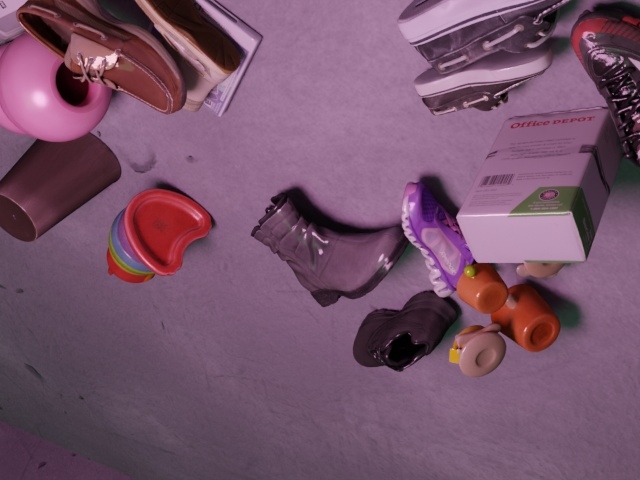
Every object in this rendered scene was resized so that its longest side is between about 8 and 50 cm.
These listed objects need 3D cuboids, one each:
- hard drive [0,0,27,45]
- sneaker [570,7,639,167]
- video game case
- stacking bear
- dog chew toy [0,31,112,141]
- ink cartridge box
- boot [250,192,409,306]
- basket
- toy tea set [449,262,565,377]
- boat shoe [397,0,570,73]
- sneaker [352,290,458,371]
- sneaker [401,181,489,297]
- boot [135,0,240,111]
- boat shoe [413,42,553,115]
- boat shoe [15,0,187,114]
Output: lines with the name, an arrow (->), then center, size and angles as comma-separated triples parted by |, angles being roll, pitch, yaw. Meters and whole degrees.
hard drive -> -0.540, -0.489, 1.461 | 0.339, 0.064, 0.237 | -6, 126, 39
sneaker -> 0.409, -0.168, 1.034 | 0.276, 0.135, 0.097 | 45, 142, -9
video game case -> -0.209, -0.328, 1.411 | 0.183, 0.023, 0.201 | 37, 141, -1
stacking bear -> -0.378, 0.010, 1.782 | 0.164, 0.175, 0.289 | 41, 148, -10
dog chew toy -> -0.543, -0.287, 1.567 | 0.331, 0.206, 0.207 | 5, 132, 43
ink cartridge box -> 0.305, -0.076, 1.137 | 0.160, 0.219, 0.093 | 0, 132, 37
boot -> 0.000, 0.000, 1.496 | 0.222, 0.118, 0.338 | 44, 147, -9
basket -> -0.565, -0.116, 1.725 | 0.204, 0.227, 0.154 | 21, 139, 19
toy tea set -> 0.291, 0.052, 1.345 | 0.124, 0.200, 0.336 | -128, 33, -56
boat shoe -> 0.249, -0.300, 1.051 | 0.119, 0.121, 0.335 | 46, 152, -24
sneaker -> 0.138, 0.197, 1.604 | 0.109, 0.130, 0.286 | 39, 142, -7
sneaker -> 0.213, -0.007, 1.382 | 0.104, 0.095, 0.236 | -8, 130, 33
boot -> -0.249, -0.321, 1.373 | 0.213, 0.077, 0.165 | 44, 142, -10
boat shoe -> 0.233, -0.221, 1.161 | 0.219, 0.078, 0.070 | -3, 127, 48
boat shoe -> -0.356, -0.297, 1.342 | 0.324, 0.116, 0.123 | 36, 145, 15
